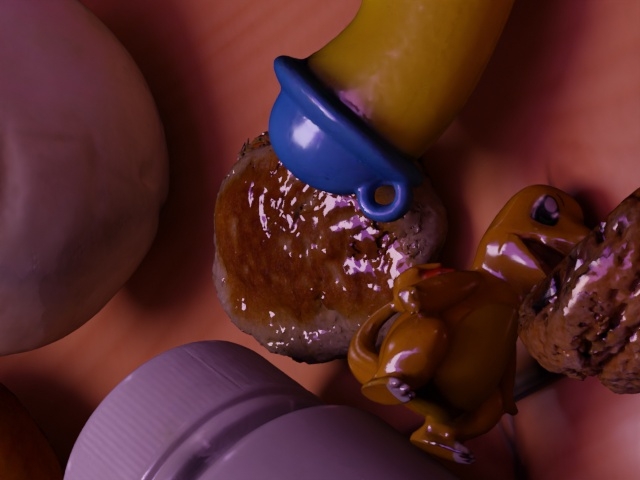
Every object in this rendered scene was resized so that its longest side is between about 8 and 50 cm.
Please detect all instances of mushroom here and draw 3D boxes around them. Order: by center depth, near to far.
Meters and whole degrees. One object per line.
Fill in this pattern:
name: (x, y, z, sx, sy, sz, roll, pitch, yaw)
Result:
mushroom: (-0.243, -0.052, 1.342, 0.315, 0.356, 0.315, -12, 60, 21)

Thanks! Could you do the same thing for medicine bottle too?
medicine bottle: (0.006, 0.213, 1.105, 0.339, 0.208, 0.208, 34, 110, 41)

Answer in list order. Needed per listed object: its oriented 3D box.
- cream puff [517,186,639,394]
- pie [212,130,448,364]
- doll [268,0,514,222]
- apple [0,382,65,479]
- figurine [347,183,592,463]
cream puff: (0.216, 0.040, 0.966, 0.169, 0.183, 0.183, 45, 121, 5)
pie: (0.000, 0.000, 1.223, 0.193, 0.079, 0.163, -9, 88, 39)
doll: (0.057, -0.189, 1.124, 0.199, 0.145, 0.363, 2, 81, 25)
apple: (-0.322, 0.212, 1.374, 0.301, 0.301, 0.301, -5, 84, 44)
figurine: (0.088, 0.037, 1.103, 0.176, 0.121, 0.122, -47, 32, -9)
